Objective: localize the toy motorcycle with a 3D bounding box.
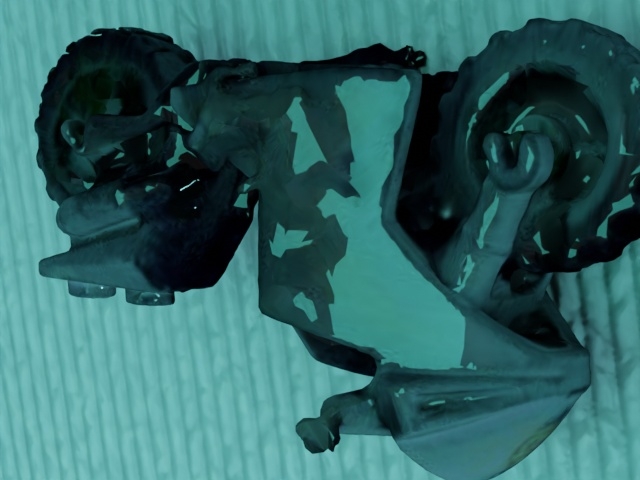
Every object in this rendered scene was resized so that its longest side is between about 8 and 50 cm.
[{"bbox_3d":[0.000,0.000,0.585,0.270,0.106,0.159,3,94,36],"label":"toy motorcycle"}]
